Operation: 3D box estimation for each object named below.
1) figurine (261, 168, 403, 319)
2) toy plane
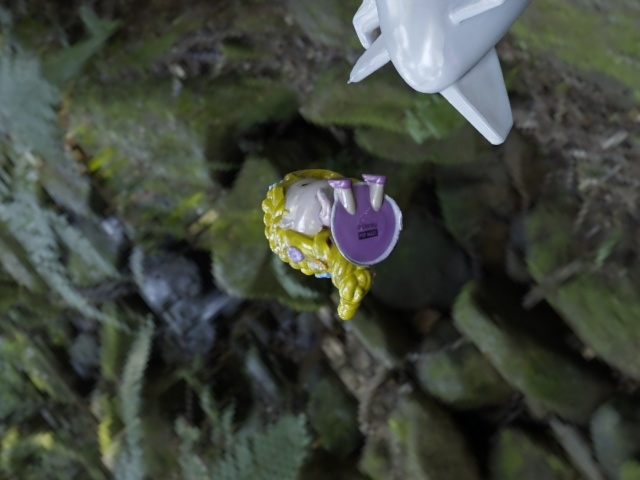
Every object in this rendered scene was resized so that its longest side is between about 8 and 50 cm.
[{"bbox_3d":[0.000,0.000,1.126,0.156,0.094,0.115,11,97,58],"label":"figurine"},{"bbox_3d":[0.099,-0.169,0.775,0.117,0.245,0.244,42,174,-19],"label":"toy plane"}]
